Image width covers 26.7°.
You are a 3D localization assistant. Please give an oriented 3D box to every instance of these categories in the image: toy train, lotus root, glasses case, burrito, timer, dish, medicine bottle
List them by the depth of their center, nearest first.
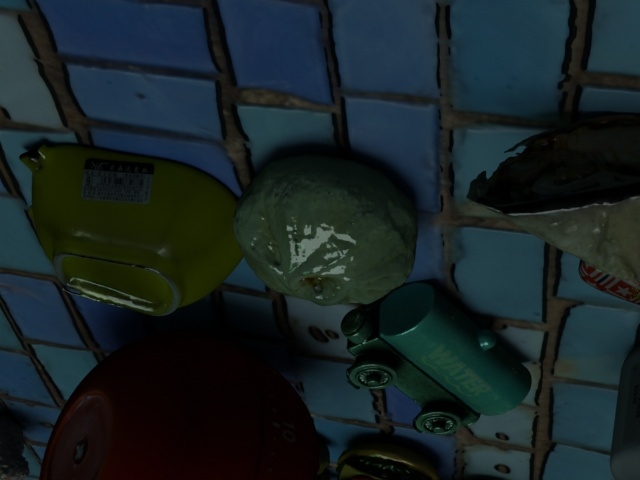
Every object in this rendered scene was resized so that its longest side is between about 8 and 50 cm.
[{"bbox_3d":[0.318,-0.019,1.216,0.347,0.107,0.175,28,123,-24],"label":"burrito"},{"bbox_3d":[0.359,0.045,1.361,0.194,0.049,0.073,16,149,-1],"label":"glasses case"},{"bbox_3d":[-0.215,0.004,1.488,0.262,0.108,0.221,15,149,0],"label":"dish"},{"bbox_3d":[0.390,0.230,1.488,0.135,0.215,0.135,11,150,6],"label":"medicine bottle"},{"bbox_3d":[0.137,0.139,1.579,0.159,0.101,0.248,-27,133,31],"label":"toy train"},{"bbox_3d":[-0.188,0.299,1.695,0.279,0.378,0.378,27,149,-35],"label":"timer"},{"bbox_3d":[-0.027,0.303,1.950,0.099,0.054,0.049,32,155,-27],"label":"lotus root"}]

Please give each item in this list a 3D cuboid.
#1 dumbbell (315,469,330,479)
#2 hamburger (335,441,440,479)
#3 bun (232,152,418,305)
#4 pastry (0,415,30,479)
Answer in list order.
[{"bbox_3d":[0.066,0.406,2.053,0.230,0.092,0.082,12,123,7],"label":"dumbbell"},{"bbox_3d":[0.091,0.357,1.927,0.162,0.115,0.162,11,148,7],"label":"hamburger"},{"bbox_3d":[0.000,0.000,1.381,0.195,0.118,0.195,13,153,7],"label":"bun"},{"bbox_3d":[-0.568,0.331,2.188,0.265,0.112,0.103,5,143,30],"label":"pastry"}]
